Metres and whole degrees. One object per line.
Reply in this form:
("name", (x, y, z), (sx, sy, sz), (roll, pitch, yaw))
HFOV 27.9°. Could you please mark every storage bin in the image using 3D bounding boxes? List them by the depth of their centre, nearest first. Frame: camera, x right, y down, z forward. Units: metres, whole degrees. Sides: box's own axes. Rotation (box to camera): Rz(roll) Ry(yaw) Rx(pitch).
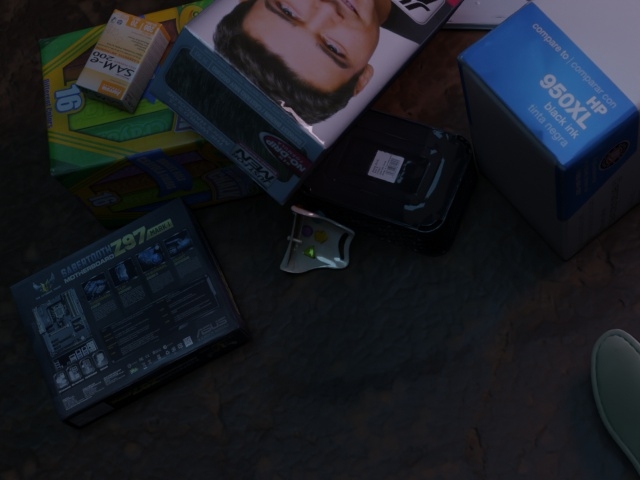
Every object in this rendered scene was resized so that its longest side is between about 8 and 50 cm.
("storage bin", (0.077, -0.071, 1.461), (0.180, 0.084, 0.122), (19, 75, 19))

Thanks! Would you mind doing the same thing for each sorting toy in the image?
("sorting toy", (0.000, 0.000, 1.466), (0.075, 0.083, 0.045), (17, 32, 9))

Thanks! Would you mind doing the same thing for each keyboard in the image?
("keyboard", (0.261, -0.284, 1.542), (0.256, 0.014, 0.072), (4, 66, 13))

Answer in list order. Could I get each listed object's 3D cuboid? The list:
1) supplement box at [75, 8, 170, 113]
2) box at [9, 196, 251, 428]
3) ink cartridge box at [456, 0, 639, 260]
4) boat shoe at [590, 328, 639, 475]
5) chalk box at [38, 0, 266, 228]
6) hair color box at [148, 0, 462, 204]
("supplement box", (-0.215, -0.196, 1.402), (0.062, 0.036, 0.098), (20, 76, 18))
("box", (-0.220, 0.083, 1.480), (0.233, 0.059, 0.183), (-28, 67, 2))
("ink cartridge box", (0.353, -0.195, 1.337), (0.395, 0.285, 0.166), (-38, 68, -3))
("boat shoe", (0.349, 0.196, 1.313), (0.081, 0.069, 0.227), (-40, 59, 34))
("chalk box", (-0.153, -0.151, 1.488), (0.289, 0.179, 0.180), (-14, 68, 7))
("hair color box", (0.003, -0.226, 1.397), (0.185, 0.113, 0.374), (40, 49, -1))
